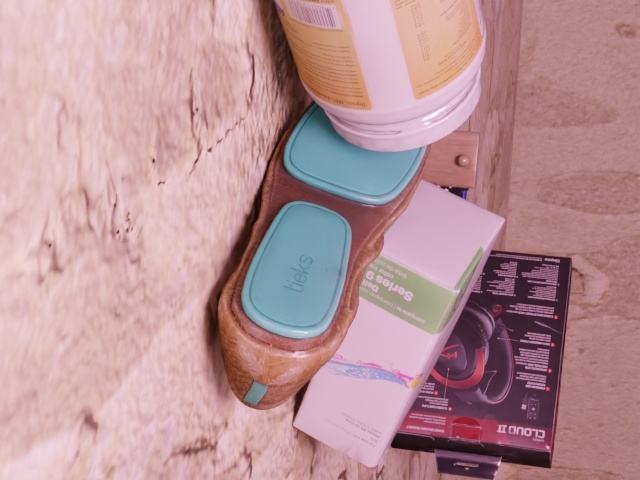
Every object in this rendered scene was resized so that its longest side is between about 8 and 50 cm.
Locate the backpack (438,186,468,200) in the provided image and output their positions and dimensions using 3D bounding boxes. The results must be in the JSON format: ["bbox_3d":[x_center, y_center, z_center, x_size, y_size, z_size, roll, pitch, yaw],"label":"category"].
[{"bbox_3d":[0.131,-0.062,1.509,0.101,0.098,0.120,-22,117,-80],"label":"backpack"}]

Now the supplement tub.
[{"bbox_3d":[0.040,-0.175,0.913,0.199,0.144,0.144,70,28,-47],"label":"supplement tub"}]

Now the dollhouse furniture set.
[{"bbox_3d":[0.079,-0.032,1.235,0.151,0.123,0.144,-35,129,-73],"label":"dollhouse furniture set"}]

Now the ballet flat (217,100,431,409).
[{"bbox_3d":[0.000,0.000,0.981,0.342,0.116,0.124,-69,-179,-47],"label":"ballet flat"}]

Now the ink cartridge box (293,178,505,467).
[{"bbox_3d":[0.070,0.074,1.146,0.154,0.093,0.212,-49,162,-56],"label":"ink cartridge box"}]

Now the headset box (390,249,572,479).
[{"bbox_3d":[0.207,0.164,1.670,0.110,0.218,0.293,65,32,-66],"label":"headset box"}]
